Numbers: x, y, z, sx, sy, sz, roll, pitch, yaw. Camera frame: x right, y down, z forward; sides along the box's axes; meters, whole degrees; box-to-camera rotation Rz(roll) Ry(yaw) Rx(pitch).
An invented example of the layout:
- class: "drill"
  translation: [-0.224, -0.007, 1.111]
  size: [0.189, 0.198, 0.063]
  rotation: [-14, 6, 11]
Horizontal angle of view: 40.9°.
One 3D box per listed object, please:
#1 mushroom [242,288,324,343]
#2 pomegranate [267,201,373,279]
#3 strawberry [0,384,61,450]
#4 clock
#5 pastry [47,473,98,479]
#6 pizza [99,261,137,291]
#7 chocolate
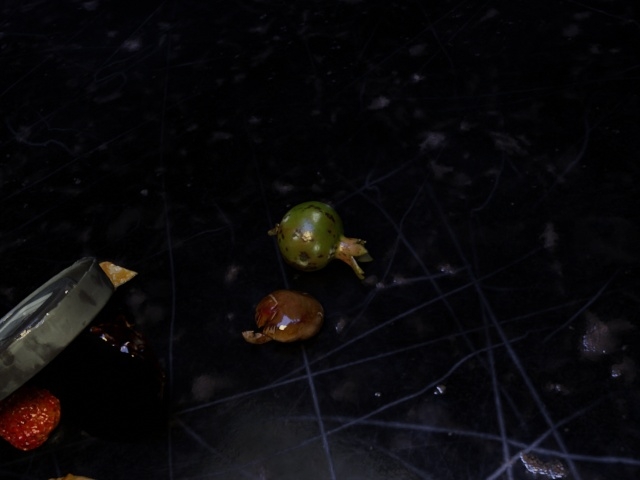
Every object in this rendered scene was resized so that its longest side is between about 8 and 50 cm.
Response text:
- class: "mushroom"
  translation: [-0.077, 0.154, 1.706]
  size: [0.170, 0.080, 0.135]
  rotation: [-27, 38, -17]
- class: "pomegranate"
  translation: [0.004, 0.013, 1.795]
  size: [0.220, 0.156, 0.156]
  rotation: [40, 61, 3]
- class: "strawberry"
  translation: [-0.594, 0.330, 1.657]
  size: [0.188, 0.082, 0.121]
  rotation: [10, 53, 17]
- class: "clock"
  translation: [-0.562, 0.182, 1.651]
  size: [0.386, 0.076, 0.386]
  rotation: [-35, 16, 12]
- class: "pastry"
  translation: [-0.448, 0.491, 1.454]
  size: [0.192, 0.093, 0.182]
  rotation: [-15, 41, -1]
- class: "pizza"
  translation: [-0.453, 0.091, 1.886]
  size: [0.108, 0.026, 0.123]
  rotation: [-9, 44, 1]
- class: "chocolate"
  translation: [-0.365, 0.235, 1.639]
  size: [0.206, 0.224, 0.177]
  rotation: [3, 25, 16]
